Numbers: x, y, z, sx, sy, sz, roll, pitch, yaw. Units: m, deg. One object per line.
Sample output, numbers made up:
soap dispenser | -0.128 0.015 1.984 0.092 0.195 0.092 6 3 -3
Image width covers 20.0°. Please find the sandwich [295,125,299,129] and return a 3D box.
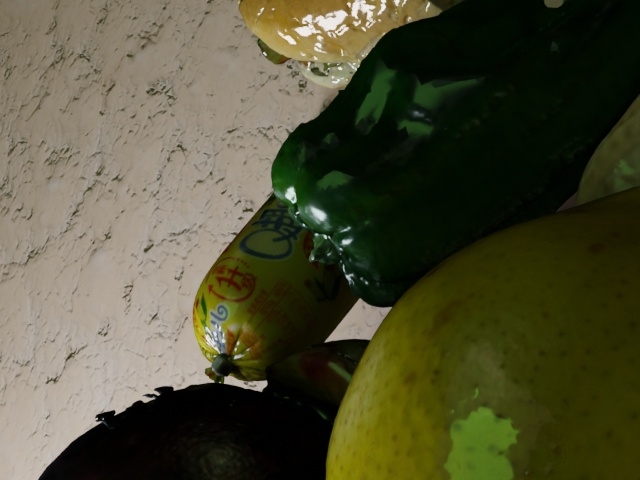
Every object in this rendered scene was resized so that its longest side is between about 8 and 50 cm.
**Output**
sandwich | 0.004 -0.067 1.835 0.067 0.029 0.135 -46 45 35

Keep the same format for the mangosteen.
mangosteen | -0.051 0.283 1.469 0.421 0.381 0.381 -27 45 -5

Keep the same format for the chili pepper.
chili pepper | 0.132 -0.114 1.507 0.385 0.167 0.213 -40 62 -4

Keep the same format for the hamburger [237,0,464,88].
hamburger | 0.005 -0.268 1.818 0.209 0.162 0.330 -48 48 23

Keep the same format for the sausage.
sausage | 0.000 0.000 1.648 0.123 0.123 0.347 -8 35 48

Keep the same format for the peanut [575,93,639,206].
peanut | 0.283 -0.050 1.422 0.137 0.122 0.253 41 116 5

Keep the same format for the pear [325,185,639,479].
pear | 0.187 0.158 1.257 0.362 0.362 0.418 -6 46 48
